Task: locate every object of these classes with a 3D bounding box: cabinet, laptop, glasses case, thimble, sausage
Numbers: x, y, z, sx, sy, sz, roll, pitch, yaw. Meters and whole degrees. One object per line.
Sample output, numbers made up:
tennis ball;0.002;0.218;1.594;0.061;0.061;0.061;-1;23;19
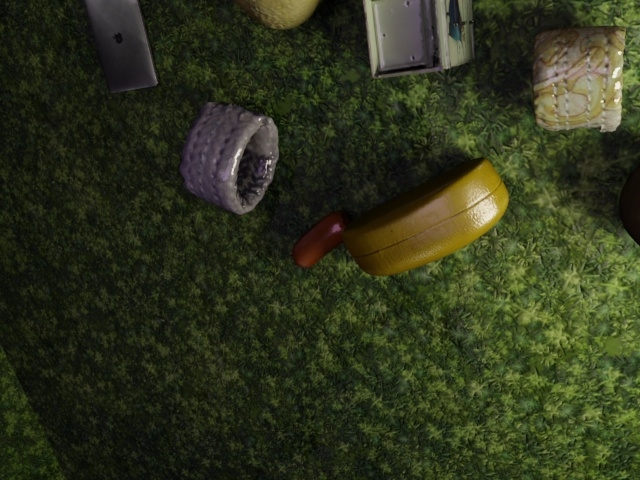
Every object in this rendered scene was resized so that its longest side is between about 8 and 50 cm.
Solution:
cabinet;0.190;-0.391;1.064;0.150;0.206;0.144;1;111;28
laptop;-0.527;-0.533;1.508;0.188;0.015;0.268;0;110;29
glasses case;0.216;-0.031;1.221;0.371;0.173;0.141;-27;100;34
thimble;-0.213;-0.199;1.359;0.157;0.217;0.245;21;105;19
sausage;0.000;0.000;1.412;0.076;0.076;0.197;51;125;1
thimble;0.456;-0.280;1.014;0.144;0.137;0.190;2;126;26

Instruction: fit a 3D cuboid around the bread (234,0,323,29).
bread;-0.113;-0.565;1.101;0.320;0.320;0.237;44;109;6

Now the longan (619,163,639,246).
longan;0.624;-0.065;0.982;0.198;0.198;0.212;15;116;23
